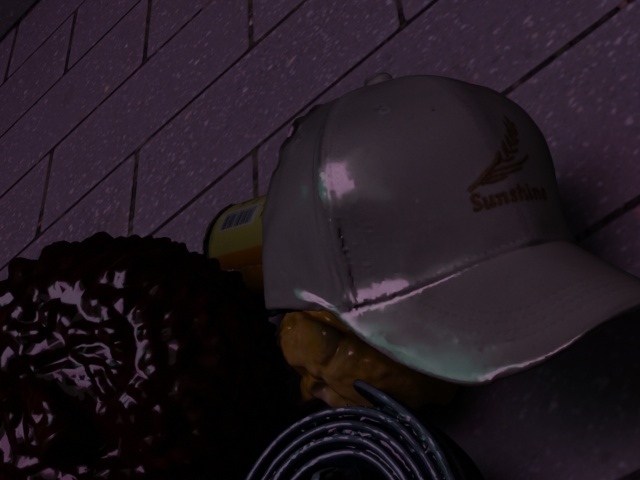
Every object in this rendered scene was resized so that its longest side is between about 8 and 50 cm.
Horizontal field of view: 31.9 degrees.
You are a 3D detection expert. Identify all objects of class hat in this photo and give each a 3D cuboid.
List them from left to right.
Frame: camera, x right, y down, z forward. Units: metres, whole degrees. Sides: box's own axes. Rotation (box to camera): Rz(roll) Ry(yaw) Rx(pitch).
[{"bbox_3d":[0.115,-0.018,0.794,0.301,0.257,0.168,30,129,51],"label":"hat"}]

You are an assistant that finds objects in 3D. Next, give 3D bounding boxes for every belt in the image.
[{"bbox_3d":[0.029,0.227,0.776,0.206,0.116,0.268,-16,60,26],"label":"belt"}]

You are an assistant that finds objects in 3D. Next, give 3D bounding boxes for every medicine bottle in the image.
[{"bbox_3d":[0.000,0.000,1.074,0.238,0.124,0.124,-11,52,49],"label":"medicine bottle"}]

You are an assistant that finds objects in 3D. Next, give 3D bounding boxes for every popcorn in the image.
[{"bbox_3d":[0.042,0.088,0.923,0.167,0.148,0.152,-155,76,-68],"label":"popcorn"}]

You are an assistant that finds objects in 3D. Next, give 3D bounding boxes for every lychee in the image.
[{"bbox_3d":[-0.172,0.138,1.009,0.306,0.306,0.330,-48,-11,11],"label":"lychee"}]
